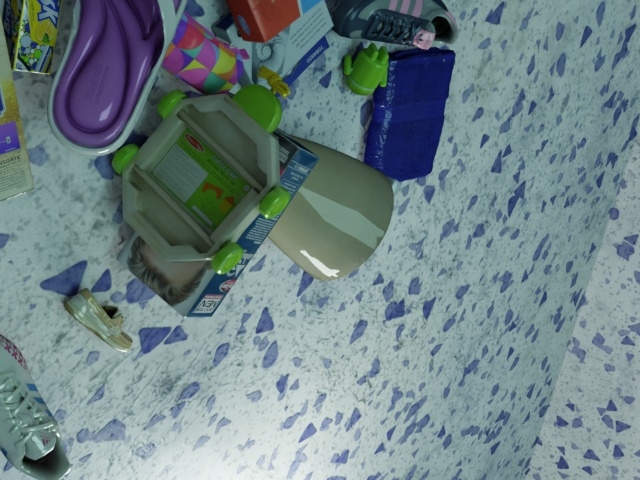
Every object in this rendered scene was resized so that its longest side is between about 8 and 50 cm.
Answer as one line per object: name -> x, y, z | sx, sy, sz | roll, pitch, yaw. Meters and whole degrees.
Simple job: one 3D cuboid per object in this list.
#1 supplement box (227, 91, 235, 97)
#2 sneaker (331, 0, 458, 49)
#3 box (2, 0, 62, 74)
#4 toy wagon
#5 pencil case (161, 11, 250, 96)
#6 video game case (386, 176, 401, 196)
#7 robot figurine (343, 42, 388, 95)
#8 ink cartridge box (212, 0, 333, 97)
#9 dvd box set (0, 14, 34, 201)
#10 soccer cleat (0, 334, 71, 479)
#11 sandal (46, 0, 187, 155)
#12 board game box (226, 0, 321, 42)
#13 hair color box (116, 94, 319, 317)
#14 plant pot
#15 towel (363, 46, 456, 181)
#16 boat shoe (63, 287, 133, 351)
supplement box -> -0.166, -0.219, 1.453 | 0.083, 0.043, 0.055 | -58, 144, -3
sneaker -> 0.163, -0.441, 1.614 | 0.319, 0.131, 0.112 | -21, 153, -40
box -> -0.396, -0.319, 1.100 | 0.059, 0.054, 0.169 | -4, 116, -49
toy wagon -> -0.167, -0.125, 1.287 | 0.344, 0.267, 0.068 | -48, 165, 8
pencil case -> -0.222, -0.316, 1.275 | 0.236, 0.104, 0.104 | 22, 95, -53
video game case -> 0.051, -0.055, 1.676 | 0.026, 0.227, 0.206 | 32, 87, -32
robot figurine -> 0.097, -0.349, 1.651 | 0.101, 0.067, 0.115 | 11, 131, -25
ink cartridge box -> -0.070, -0.369, 1.469 | 0.223, 0.045, 0.224 | -49, 142, -17
dvd box set -> -0.542, -0.206, 0.992 | 0.307, 0.062, 0.420 | -28, 133, -37
soccer cleat -> -0.491, 0.269, 1.292 | 0.116, 0.143, 0.331 | -40, 138, -27
sandal -> -0.269, -0.320, 1.103 | 0.169, 0.102, 0.416 | 10, 90, -15
board game box -> -0.084, -0.521, 1.296 | 0.242, 0.064, 0.316 | -43, 130, -23
hair color box -> -0.177, -0.054, 1.377 | 0.347, 0.174, 0.105 | -56, 162, 8
plant pot -> -0.042, -0.094, 1.547 | 0.274, 0.256, 0.256 | 33, 86, -36
towel -> 0.191, -0.284, 1.828 | 0.228, 0.076, 0.308 | -14, 124, -37
boat shoe -> -0.378, 0.141, 1.414 | 0.059, 0.063, 0.170 | -48, 141, -9
